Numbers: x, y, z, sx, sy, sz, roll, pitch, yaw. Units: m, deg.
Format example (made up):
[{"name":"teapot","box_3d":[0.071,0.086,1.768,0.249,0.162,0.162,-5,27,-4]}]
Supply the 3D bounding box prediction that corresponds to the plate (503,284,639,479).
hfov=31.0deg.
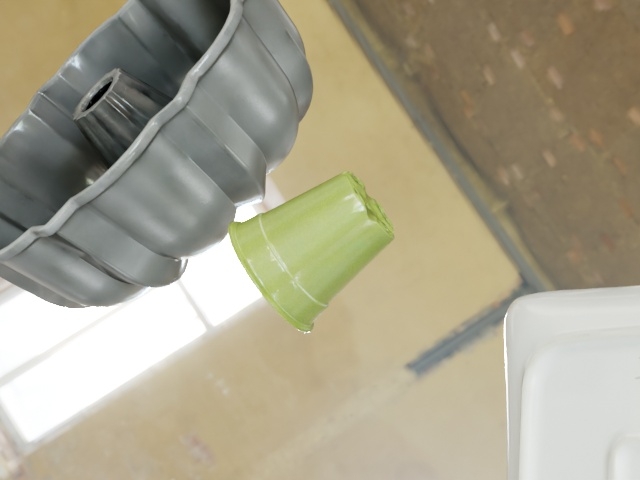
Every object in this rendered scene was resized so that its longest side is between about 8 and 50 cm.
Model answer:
[{"name":"plate","box_3d":[0.215,0.154,0.688,0.277,0.045,0.277,-9,-109,42]}]

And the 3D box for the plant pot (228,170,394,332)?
[{"name":"plant pot","box_3d":[0.000,0.000,0.702,0.083,0.079,0.083,50,13,-17]}]

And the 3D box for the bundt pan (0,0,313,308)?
[{"name":"bundt pan","box_3d":[-0.136,-0.077,0.923,0.124,0.331,0.331,44,-6,-27]}]
